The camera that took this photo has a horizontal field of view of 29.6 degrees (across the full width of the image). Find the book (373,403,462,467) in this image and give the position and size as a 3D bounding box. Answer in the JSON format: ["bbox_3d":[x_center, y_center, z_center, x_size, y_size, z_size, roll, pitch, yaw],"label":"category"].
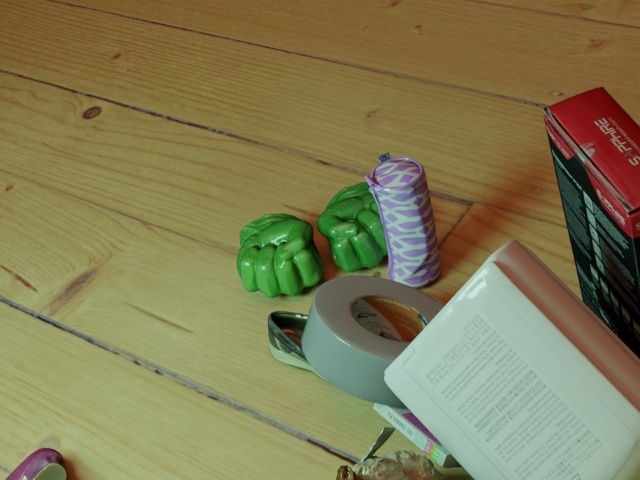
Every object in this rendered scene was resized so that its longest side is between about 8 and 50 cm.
[{"bbox_3d":[0.150,0.246,1.589,0.096,0.035,0.144,2,24,-39],"label":"book"}]

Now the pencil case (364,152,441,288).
[{"bbox_3d":[0.126,-0.025,1.801,0.088,0.206,0.086,-26,35,-14],"label":"pencil case"}]

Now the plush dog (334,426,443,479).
[{"bbox_3d":[0.104,0.370,1.419,0.225,0.210,0.262,38,64,19],"label":"plush dog"}]

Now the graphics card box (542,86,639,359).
[{"bbox_3d":[0.393,0.016,1.523,0.094,0.371,0.233,-23,40,-3],"label":"graphics card box"}]

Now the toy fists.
[{"bbox_3d":[0.000,0.000,1.905,0.279,0.096,0.142,-19,42,0],"label":"toy fists"}]

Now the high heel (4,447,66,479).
[{"bbox_3d":[-0.457,0.390,1.704,0.244,0.082,0.117,-49,15,-11],"label":"high heel"}]

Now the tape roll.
[{"bbox_3d":[0.087,0.135,1.662,0.219,0.072,0.219,14,27,-7],"label":"tape roll"}]

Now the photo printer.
[{"bbox_3d":[0.255,0.189,1.433,0.307,0.256,0.107,46,35,13],"label":"photo printer"}]

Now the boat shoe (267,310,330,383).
[{"bbox_3d":[0.013,0.155,1.749,0.224,0.073,0.080,14,51,33],"label":"boat shoe"}]
